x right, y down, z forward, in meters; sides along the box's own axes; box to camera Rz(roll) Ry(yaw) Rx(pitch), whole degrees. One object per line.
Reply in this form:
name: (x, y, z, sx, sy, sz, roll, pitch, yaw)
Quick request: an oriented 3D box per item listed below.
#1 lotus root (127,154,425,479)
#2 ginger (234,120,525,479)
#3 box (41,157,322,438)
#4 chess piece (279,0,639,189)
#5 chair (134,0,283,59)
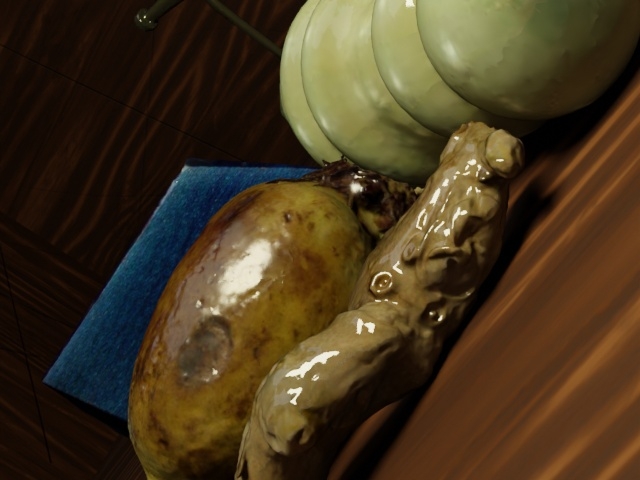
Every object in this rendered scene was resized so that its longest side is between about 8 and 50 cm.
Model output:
lotus root: (-0.041, 0.070, 0.880, 0.314, 0.141, 0.169, -59, -22, -10)
ginger: (0.026, 0.055, 0.765, 0.290, 0.084, 0.122, -57, 12, -2)
box: (-0.093, 0.064, 1.168, 0.279, 0.116, 0.261, 10, 65, 58)
chess piece: (0.095, -0.128, 0.876, 0.182, 0.182, 0.330, -57, 11, -10)
chair: (0.068, -0.377, 1.652, 0.410, 0.364, 0.362, -41, 15, 52)
